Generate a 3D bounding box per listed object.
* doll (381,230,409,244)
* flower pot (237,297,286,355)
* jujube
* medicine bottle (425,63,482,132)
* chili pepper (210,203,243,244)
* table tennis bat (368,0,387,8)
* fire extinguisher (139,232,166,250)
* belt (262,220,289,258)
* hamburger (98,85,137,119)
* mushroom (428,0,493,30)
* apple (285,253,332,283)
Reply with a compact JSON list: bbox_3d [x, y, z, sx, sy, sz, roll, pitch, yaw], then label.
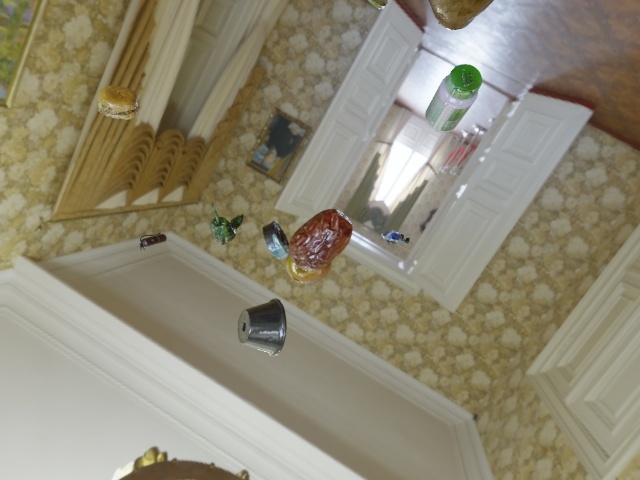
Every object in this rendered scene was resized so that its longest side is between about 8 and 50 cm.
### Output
[{"bbox_3d":[0.358,-0.011,2.124,0.096,0.070,0.195,25,-166,41],"label":"doll"},{"bbox_3d":[-0.279,0.397,2.006,0.166,0.268,0.269,5,-156,-27],"label":"flower pot"},{"bbox_3d":[0.000,0.000,1.564,0.174,0.250,0.174,45,-168,-12],"label":"jujube"},{"bbox_3d":[0.455,-0.485,1.504,0.134,0.133,0.274,31,171,5],"label":"medicine bottle"},{"bbox_3d":[-0.312,-0.043,1.457,0.065,0.122,0.279,6,178,2],"label":"chili pepper"},{"bbox_3d":[0.111,-0.761,1.238,0.224,0.054,0.368,40,-145,-18],"label":"table tennis bat"},{"bbox_3d":[-0.666,0.001,1.725,0.132,0.039,0.056,-26,-84,-64],"label":"fire extinguisher"},{"bbox_3d":[-0.223,0.000,2.240,0.198,0.078,0.151,65,-166,8],"label":"belt"},{"bbox_3d":[-0.764,-0.522,1.650,0.138,0.083,0.147,2,-133,-18],"label":"hamburger"},{"bbox_3d":[0.313,-0.646,0.998,0.263,0.195,0.283,24,-134,-51],"label":"mushroom"},{"bbox_3d":[-0.053,0.107,1.913,0.195,0.160,0.173,17,-161,16],"label":"apple"}]
